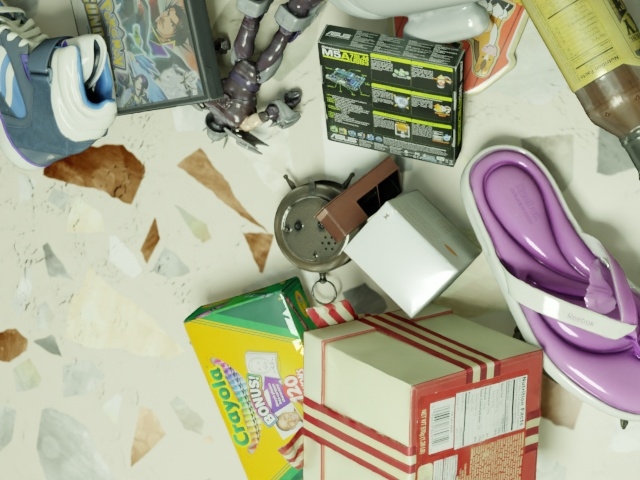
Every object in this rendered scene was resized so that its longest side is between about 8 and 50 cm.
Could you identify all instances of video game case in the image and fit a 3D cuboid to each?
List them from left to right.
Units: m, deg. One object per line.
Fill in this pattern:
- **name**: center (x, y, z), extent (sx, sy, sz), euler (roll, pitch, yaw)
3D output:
- **video game case**: center (-0.261, -0.322, 1.603), extent (0.248, 0.035, 0.275), euler (-2, 103, 40)

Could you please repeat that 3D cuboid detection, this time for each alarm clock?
- **alarm clock**: center (0.000, 0.000, 1.605), extent (0.129, 0.064, 0.192), euler (-1, 101, 19)

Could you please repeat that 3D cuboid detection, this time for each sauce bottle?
- **sauce bottle**: center (0.361, -0.225, 1.423), extent (0.111, 0.111, 0.344), euler (-29, 90, 20)

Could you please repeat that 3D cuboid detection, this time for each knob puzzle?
- **knob puzzle**: center (0.175, -0.275, 1.519), extent (0.213, 0.030, 0.213), euler (3, 99, 18)

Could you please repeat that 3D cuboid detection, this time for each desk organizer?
- **desk organizer**: center (0.059, -0.057, 1.544), extent (0.130, 0.047, 0.050), euler (-38, 88, -21)

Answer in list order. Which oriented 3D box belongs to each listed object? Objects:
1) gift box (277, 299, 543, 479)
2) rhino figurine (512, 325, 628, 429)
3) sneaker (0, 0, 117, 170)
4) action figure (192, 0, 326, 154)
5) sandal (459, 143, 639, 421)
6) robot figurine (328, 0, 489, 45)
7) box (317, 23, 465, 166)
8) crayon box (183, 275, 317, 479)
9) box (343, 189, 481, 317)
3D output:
- **gift box**: center (0.103, 0.219, 1.450), extent (0.258, 0.276, 0.255), euler (20, 110, 54)
- **rhino figurine**: center (0.358, 0.174, 1.492), extent (0.243, 0.106, 0.073), euler (36, 67, 10)
- **sneaker**: center (-0.406, -0.281, 1.639), extent (0.236, 0.130, 0.323), euler (-25, 87, 32)
- **action figure**: center (-0.094, -0.246, 1.582), extent (0.185, 0.099, 0.285), euler (33, 120, 5)
- **sandal**: center (0.311, 0.049, 1.422), extent (0.169, 0.102, 0.416), euler (-32, 73, -12)
- **robot figurine**: center (0.116, -0.385, 1.390), extent (0.353, 0.199, 0.300), euler (0, 114, 48)
- **box**: center (0.095, -0.191, 1.496), extent (0.190, 0.045, 0.184), euler (13, 140, 17)
- **crayon box**: center (-0.066, 0.209, 1.628), extent (0.165, 0.081, 0.279), euler (-18, 100, 21)
- **box**: center (0.126, 0.014, 1.503), extent (0.130, 0.170, 0.091), euler (45, 109, 8)
